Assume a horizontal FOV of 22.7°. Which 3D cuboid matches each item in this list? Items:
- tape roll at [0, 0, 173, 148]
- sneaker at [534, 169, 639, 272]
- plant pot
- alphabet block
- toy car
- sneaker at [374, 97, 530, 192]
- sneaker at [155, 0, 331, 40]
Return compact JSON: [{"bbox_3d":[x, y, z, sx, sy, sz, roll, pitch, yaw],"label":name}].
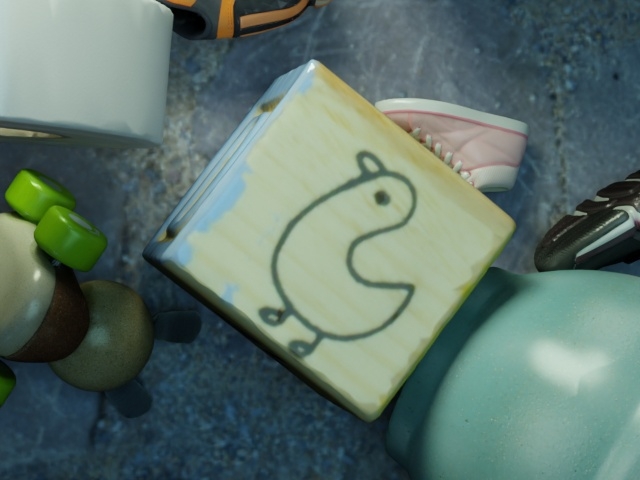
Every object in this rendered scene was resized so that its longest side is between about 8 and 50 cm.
[{"bbox_3d":[-0.249,-0.126,1.128,0.286,0.286,0.100,5,91,-11],"label":"tape roll"},{"bbox_3d":[0.327,0.004,1.330,0.281,0.106,0.163,-30,99,-9],"label":"sneaker"},{"bbox_3d":[0.174,0.139,1.235,0.196,0.293,0.293,30,85,18],"label":"plant pot"},{"bbox_3d":[0.000,0.000,1.223,0.197,0.193,0.192,37,86,-9],"label":"alphabet block"},{"bbox_3d":[-0.185,0.063,1.241,0.188,0.149,0.155,30,98,-35],"label":"toy car"},{"bbox_3d":[0.106,-0.074,1.312,0.134,0.051,0.070,12,84,-15],"label":"sneaker"},{"bbox_3d":[-0.116,-0.307,1.230,0.180,0.124,0.321,-22,95,-11],"label":"sneaker"}]
